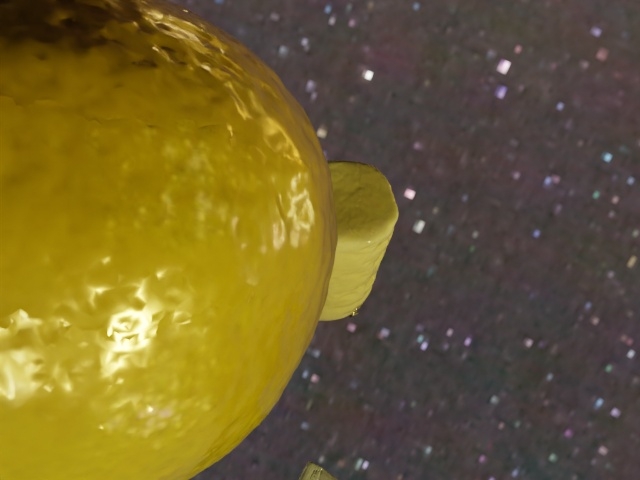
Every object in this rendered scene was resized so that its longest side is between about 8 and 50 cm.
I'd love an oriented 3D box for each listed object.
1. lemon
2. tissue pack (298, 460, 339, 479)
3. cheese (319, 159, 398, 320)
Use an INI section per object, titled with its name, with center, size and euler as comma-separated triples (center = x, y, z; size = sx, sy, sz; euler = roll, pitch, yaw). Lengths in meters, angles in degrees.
[lemon]
center = -0.148, 0.001, 0.926
size = 0.364, 0.364, 0.364
euler = 11, -135, -11
[tissue pack]
center = 0.043, 0.282, 1.255
size = 0.193, 0.026, 0.122
euler = 31, -101, -2
[cheese]
center = 0.000, 0.000, 1.400
size = 0.123, 0.167, 0.094
euler = 6, -120, -4
